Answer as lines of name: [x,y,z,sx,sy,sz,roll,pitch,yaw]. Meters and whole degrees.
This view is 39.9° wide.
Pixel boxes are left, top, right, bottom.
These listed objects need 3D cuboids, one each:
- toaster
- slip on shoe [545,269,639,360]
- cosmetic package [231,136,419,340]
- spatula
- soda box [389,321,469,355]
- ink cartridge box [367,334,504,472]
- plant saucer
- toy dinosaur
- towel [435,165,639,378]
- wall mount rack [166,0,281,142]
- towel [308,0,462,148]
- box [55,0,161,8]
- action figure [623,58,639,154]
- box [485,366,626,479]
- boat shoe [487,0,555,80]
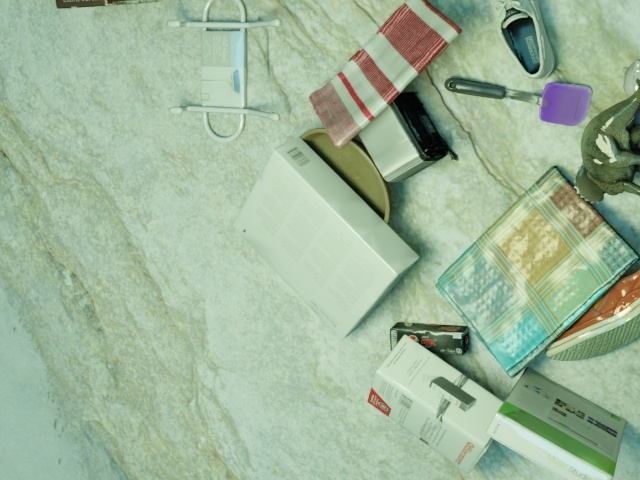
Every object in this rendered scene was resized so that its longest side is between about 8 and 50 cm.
toaster: [0.177,-0.214,1.848,0.110,0.168,0.185,-32,85,28]
slip on shoe: [0.589,0.143,1.771,0.331,0.123,0.101,-42,47,31]
cosmetic package: [0.000,0.000,1.951,0.377,0.097,0.284,46,136,10]
spatula: [0.397,-0.296,1.806,0.297,0.030,0.084,14,107,21]
soda box: [0.242,0.217,1.956,0.169,0.060,0.053,2,102,23]
ink cartridge box: [0.250,0.354,1.896,0.273,0.114,0.197,35,154,15]
plant saucer: [0.051,-0.126,1.924,0.278,0.041,0.277,32,142,29]
toy dinosaur: [0.539,-0.157,1.624,0.160,0.121,0.313,17,150,29]
towel: [0.432,0.066,1.816,0.370,0.040,0.271,-49,62,24]
wall mount rack: [-0.202,-0.389,2.004,0.304,0.130,0.349,6,103,23]
towel: [0.121,-0.351,1.799,0.329,0.237,0.037,-44,122,12]
box: [-0.495,-0.627,2.035,0.203,0.169,0.166,10,112,41]
action figure: [0.711,-0.252,1.600,0.330,0.178,0.341,30,111,7]
box: [0.471,0.367,1.736,0.232,0.322,0.058,28,106,18]
boat shoe: [0.386,-0.443,1.751,0.096,0.088,0.267,-17,93,26]
